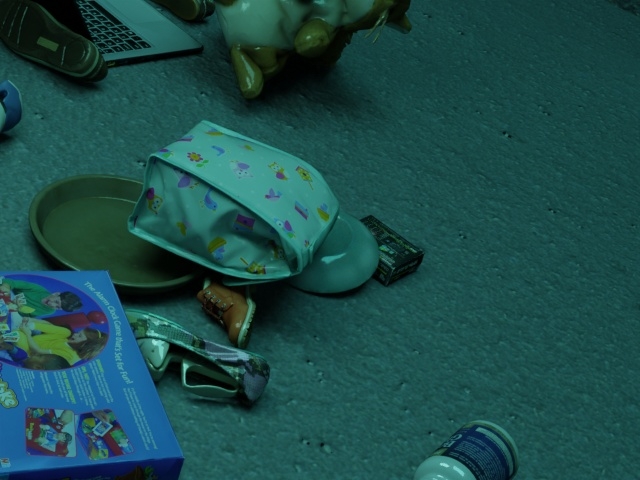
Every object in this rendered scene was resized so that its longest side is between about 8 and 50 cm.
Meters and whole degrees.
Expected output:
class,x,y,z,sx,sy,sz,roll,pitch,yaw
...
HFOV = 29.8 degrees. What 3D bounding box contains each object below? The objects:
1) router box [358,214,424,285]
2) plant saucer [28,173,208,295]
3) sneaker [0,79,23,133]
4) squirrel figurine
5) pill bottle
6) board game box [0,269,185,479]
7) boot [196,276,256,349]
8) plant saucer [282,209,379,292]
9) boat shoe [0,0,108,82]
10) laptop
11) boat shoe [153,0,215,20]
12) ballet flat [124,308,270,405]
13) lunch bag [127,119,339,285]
class,x,y,z,sx,sy,sz,roll,pitch,yaw
router box,0.094,0.015,1.961,0.122,0.038,0.092,37,35,25
plant saucer,-0.293,-0.006,1.777,0.277,0.041,0.278,15,32,-9
sneaker,-0.619,-0.208,1.818,0.315,0.127,0.182,15,30,-11
squirrel figurine,-0.014,-0.461,2.334,0.370,0.281,0.397,-17,8,-1
pill bottle,0.175,0.302,1.520,0.094,0.094,0.169,34,34,21
board game box,-0.330,0.172,1.452,0.233,0.078,0.347,1,37,-28
boot,-0.134,0.099,1.697,0.084,0.059,0.158,10,25,-10
plant saucer,0.000,0.000,1.890,0.194,0.037,0.195,5,44,-5
boat shoe,-0.484,-0.351,2.169,0.257,0.095,0.095,36,1,28
laptop,-0.462,-0.525,2.282,0.407,0.236,0.382,-18,49,-45
boat shoe,-0.311,-0.526,2.525,0.207,0.073,0.073,41,35,18
ballet flat,-0.176,0.158,1.576,0.221,0.077,0.079,21,51,0
lunch bag,-0.113,-0.046,1.756,0.262,0.160,0.223,25,25,6
